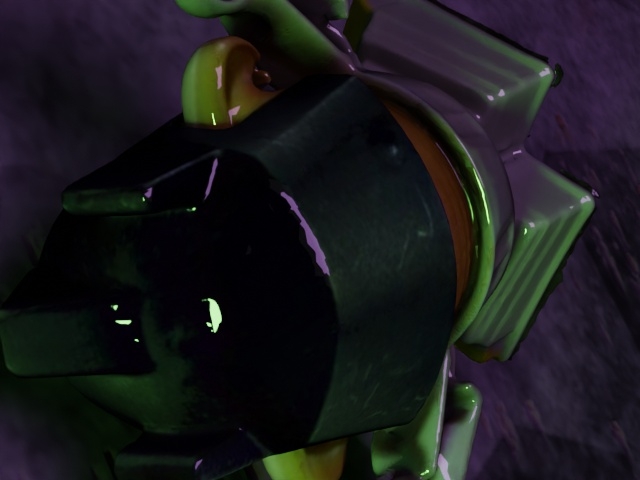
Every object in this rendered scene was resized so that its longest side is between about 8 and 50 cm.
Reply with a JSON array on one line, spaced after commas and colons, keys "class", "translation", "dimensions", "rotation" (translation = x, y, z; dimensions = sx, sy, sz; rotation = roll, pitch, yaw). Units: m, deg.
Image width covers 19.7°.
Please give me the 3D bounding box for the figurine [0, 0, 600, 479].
[{"class": "figurine", "translation": [0.001, -0.004, 0.752], "dimensions": [0.308, 0.143, 0.308], "rotation": [33, 39, -31]}]
